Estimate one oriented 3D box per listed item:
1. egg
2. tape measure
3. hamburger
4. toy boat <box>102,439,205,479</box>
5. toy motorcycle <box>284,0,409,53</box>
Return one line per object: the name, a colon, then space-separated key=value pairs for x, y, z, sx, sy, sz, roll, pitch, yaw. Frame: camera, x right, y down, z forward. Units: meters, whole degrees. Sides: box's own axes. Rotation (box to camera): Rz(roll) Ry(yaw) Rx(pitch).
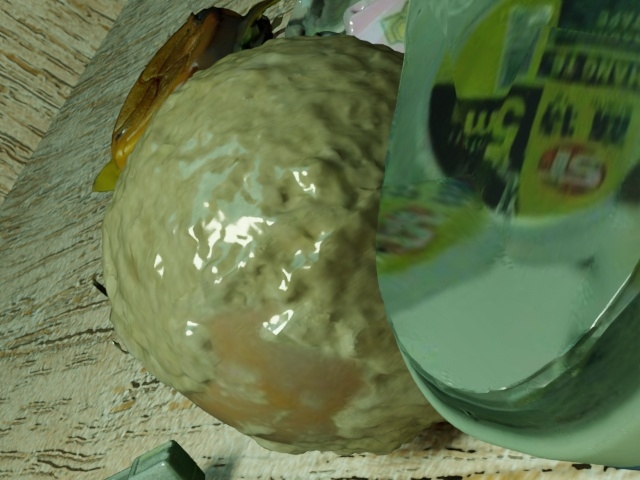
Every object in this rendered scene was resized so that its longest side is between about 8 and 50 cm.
egg: x=0.000 y=0.000 z=1.109 sx=0.279 sy=0.279 sz=0.310 roll=-53 pitch=5 yaw=9
tape measure: x=0.138 y=-0.025 z=0.844 sx=0.259 sy=0.138 sz=0.262 roll=8 pitch=81 yaw=56
hamburger: x=-0.107 y=-0.126 z=1.804 sx=0.243 sy=0.139 sz=0.261 roll=-17 pitch=42 yaw=61
toy boat: x=-0.229 y=0.258 z=1.392 sx=0.319 sy=0.092 sz=0.141 roll=-27 pitch=25 yaw=22
toy motorcycle: x=0.028 y=-0.129 z=1.455 sx=0.327 sy=0.143 sz=0.188 roll=-54 pitch=16 yaw=33
